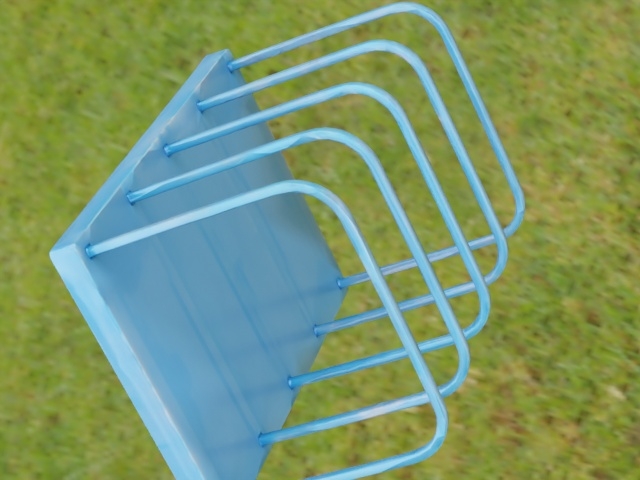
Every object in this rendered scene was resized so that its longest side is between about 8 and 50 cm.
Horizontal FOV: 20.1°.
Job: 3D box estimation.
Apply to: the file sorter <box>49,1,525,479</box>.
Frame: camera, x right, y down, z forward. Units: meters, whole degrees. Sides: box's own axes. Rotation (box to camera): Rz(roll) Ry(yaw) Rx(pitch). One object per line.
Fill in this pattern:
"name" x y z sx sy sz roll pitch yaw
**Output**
"file sorter" 0.000 0.000 0.661 0.104 0.118 0.170 -18 22 25
